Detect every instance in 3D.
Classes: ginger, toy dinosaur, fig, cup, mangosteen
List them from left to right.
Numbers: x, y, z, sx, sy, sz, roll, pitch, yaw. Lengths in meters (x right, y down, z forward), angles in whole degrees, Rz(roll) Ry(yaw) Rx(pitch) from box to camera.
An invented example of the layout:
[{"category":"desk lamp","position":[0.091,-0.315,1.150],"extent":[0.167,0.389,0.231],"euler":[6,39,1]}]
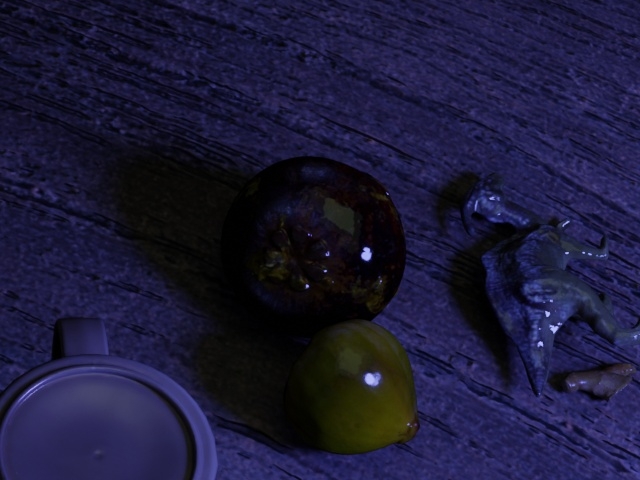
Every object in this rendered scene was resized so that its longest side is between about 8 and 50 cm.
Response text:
[{"category":"cup","position":[-0.194,0.229,1.725],"extent":[0.208,0.273,0.288],"euler":[22,52,5]},{"category":"mangosteen","position":[0.000,0.000,2.044],"extent":[0.192,0.192,0.217],"euler":[32,19,5]},{"category":"fig","position":[0.030,0.145,1.960],"extent":[0.153,0.136,0.120],"euler":[12,30,-43]},{"category":"toy dinosaur","position":[0.248,0.042,2.158],"extent":[0.162,0.077,0.294],"euler":[-1,41,-16]},{"category":"ginger","position":[0.306,0.157,2.120],"extent":[0.097,0.030,0.048],"euler":[-10,31,-29]}]
